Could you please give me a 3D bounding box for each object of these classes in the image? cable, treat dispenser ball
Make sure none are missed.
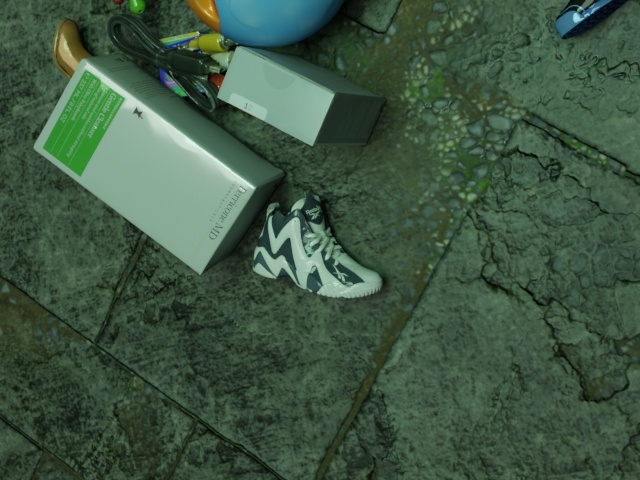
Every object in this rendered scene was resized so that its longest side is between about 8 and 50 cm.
[{"bbox_3d":[-0.243,-0.311,1.933,0.287,0.072,0.140,23,130,33],"label":"cable"},{"bbox_3d":[-0.086,-0.448,1.760,0.288,0.288,0.288,2,95,23],"label":"treat dispenser ball"}]

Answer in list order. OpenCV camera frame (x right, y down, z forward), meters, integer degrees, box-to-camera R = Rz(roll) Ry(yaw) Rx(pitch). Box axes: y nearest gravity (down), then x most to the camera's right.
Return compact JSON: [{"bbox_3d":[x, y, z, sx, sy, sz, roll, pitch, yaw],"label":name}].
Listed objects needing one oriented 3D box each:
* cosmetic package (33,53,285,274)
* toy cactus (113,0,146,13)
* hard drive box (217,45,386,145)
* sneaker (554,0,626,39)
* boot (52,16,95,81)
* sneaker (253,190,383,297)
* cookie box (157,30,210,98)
[{"bbox_3d":[-0.271,-0.135,1.909,0.365,0.155,0.197,36,110,8],"label":"cosmetic package"},{"bbox_3d":[-0.341,-0.506,1.932,0.112,0.180,0.219,13,95,42],"label":"toy cactus"},{"bbox_3d":[-0.025,-0.227,1.783,0.181,0.232,0.089,29,105,19],"label":"hard drive box"},{"bbox_3d":[0.429,-0.400,1.663,0.232,0.081,0.090,-39,76,14],"label":"sneaker"},{"bbox_3d":[-0.396,-0.308,2.025,0.152,0.073,0.197,-1,105,23],"label":"boot"},{"bbox_3d":[0.000,0.000,1.866,0.235,0.094,0.153,16,109,31],"label":"sneaker"},{"bbox_3d":[-0.235,-0.305,1.970,0.091,0.040,0.107,-7,91,24],"label":"cookie box"}]
